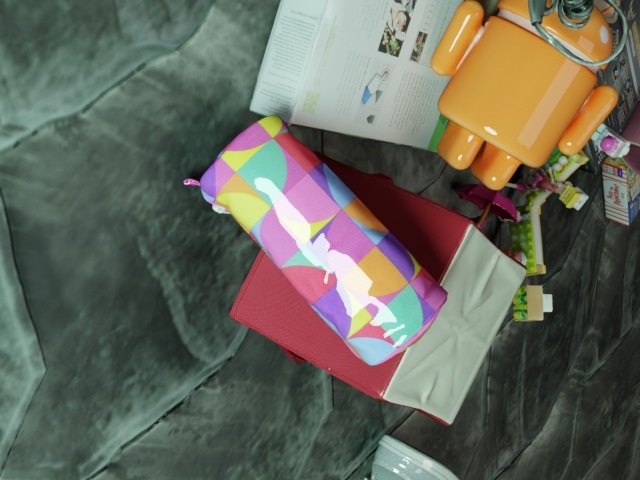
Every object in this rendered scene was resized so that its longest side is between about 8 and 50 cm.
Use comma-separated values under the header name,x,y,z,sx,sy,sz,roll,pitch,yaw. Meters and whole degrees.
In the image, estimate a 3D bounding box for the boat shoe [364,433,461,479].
name,x,y,z,sx,sy,sz,roll,pitch,yaw
boat shoe,0.123,0.366,1.468,0.103,0.118,0.320,-54,153,-25

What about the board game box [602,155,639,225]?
name,x,y,z,sx,sy,sz,roll,pitch,yaw
board game box,0.527,-0.141,1.767,0.193,0.045,0.147,-50,145,-23

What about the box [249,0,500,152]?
name,x,y,z,sx,sy,sz,roll,pitch,yaw
box,0.077,-0.211,1.064,0.322,0.058,0.232,4,108,-55

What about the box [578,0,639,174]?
name,x,y,z,sx,sy,sz,roll,pitch,yaw
box,0.378,-0.227,1.484,0.183,0.056,0.231,-58,147,-13

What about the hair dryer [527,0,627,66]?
name,x,y,z,sx,sy,sz,roll,pitch,yaw
hair dryer,0.224,-0.317,1.010,0.223,0.293,0.080,-35,170,-37

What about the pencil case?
name,x,y,z,sx,sy,sz,roll,pitch,yaw
pencil case,0.000,0.000,0.926,0.104,0.236,0.104,-44,177,-3

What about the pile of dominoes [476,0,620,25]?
name,x,y,z,sx,sy,sz,roll,pitch,yaw
pile of dominoes,0.261,-0.308,1.159,0.196,0.040,0.251,28,90,-37

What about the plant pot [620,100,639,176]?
name,x,y,z,sx,sy,sz,roll,pitch,yaw
plant pot,0.544,-0.176,1.614,0.180,0.201,0.201,-51,146,-7

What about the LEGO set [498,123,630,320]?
name,x,y,z,sx,sy,sz,roll,pitch,yaw
LEGO set,0.275,-0.037,1.413,0.107,0.132,0.287,8,111,-48

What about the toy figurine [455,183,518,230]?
name,x,y,z,sx,sy,sz,roll,pitch,yaw
toy figurine,0.175,0.005,1.318,0.159,0.130,0.173,-48,167,-40

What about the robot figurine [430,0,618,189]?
name,x,y,z,sx,sy,sz,roll,pitch,yaw
robot figurine,0.199,-0.160,1.069,0.219,0.158,0.128,-58,154,9

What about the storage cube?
name,x,y,z,sx,sy,sz,roll,pitch,yaw
storage cube,0.063,0.050,1.091,0.215,0.193,0.184,-62,148,-3
